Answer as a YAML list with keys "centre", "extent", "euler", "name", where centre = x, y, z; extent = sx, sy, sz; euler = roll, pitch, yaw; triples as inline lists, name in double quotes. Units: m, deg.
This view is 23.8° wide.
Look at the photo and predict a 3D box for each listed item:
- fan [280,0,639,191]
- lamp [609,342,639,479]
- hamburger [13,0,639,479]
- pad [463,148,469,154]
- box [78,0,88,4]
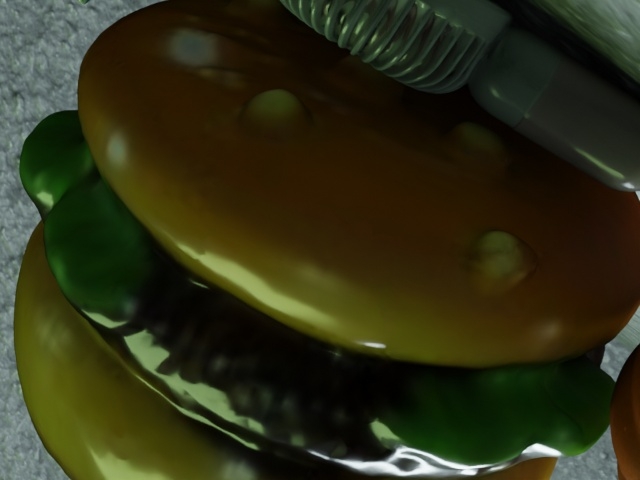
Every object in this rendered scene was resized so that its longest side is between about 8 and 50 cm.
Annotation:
- centre: [0.086, -0.105, 0.818]
  extent: [0.244, 0.074, 0.130]
  euler: [32, -169, -2]
  name: "fan"
- centre: [0.265, 0.115, 0.820]
  extent: [0.223, 0.196, 0.223]
  euler: [24, 140, 22]
  name: "lamp"
- centre: [0.000, 0.000, 0.960]
  extent: [0.395, 0.278, 0.396]
  euler: [17, -153, -9]
  name: "hamburger"
- centre: [-0.020, -0.186, 0.563]
  extent: [0.323, 0.055, 0.250]
  euler: [55, -176, 11]
  name: "pad"
- centre: [-0.178, -0.258, 0.979]
  extent: [0.194, 0.073, 0.139]
  euler: [37, -135, 8]
  name: "box"
